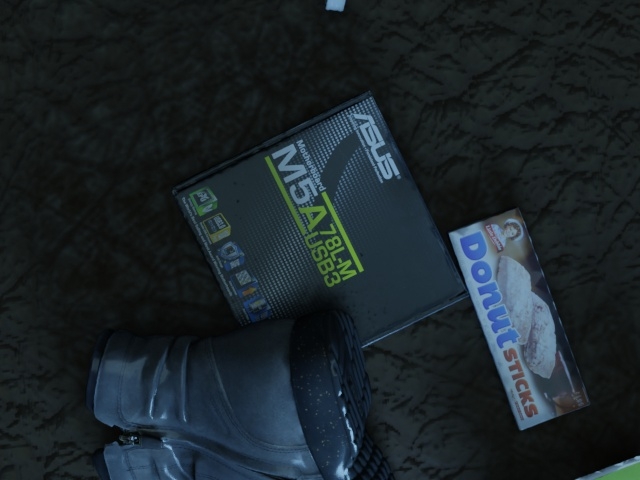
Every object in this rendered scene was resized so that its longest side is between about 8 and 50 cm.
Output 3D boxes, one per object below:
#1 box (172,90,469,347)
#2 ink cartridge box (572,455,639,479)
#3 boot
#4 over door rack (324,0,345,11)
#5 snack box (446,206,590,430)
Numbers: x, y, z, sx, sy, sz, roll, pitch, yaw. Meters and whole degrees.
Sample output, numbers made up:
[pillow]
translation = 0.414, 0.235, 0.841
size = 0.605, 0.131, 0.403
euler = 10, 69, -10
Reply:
[box]
translation = 0.000, 0.000, 1.267
size = 0.184, 0.045, 0.191
euler = -25, 95, 3
[ink cartridge box]
translation = 0.241, 0.310, 1.270
size = 0.188, 0.097, 0.255
euler = -20, 92, 0
[boot]
translation = -0.056, 0.214, 1.255
size = 0.222, 0.118, 0.338
euler = -8, 104, 15
[over door rack]
translation = -0.080, -0.356, 1.213
size = 0.239, 0.108, 0.324
euler = 5, 93, -3
[snack box]
translation = 0.166, 0.065, 1.288
size = 0.064, 0.022, 0.178
euler = -21, 94, 1
